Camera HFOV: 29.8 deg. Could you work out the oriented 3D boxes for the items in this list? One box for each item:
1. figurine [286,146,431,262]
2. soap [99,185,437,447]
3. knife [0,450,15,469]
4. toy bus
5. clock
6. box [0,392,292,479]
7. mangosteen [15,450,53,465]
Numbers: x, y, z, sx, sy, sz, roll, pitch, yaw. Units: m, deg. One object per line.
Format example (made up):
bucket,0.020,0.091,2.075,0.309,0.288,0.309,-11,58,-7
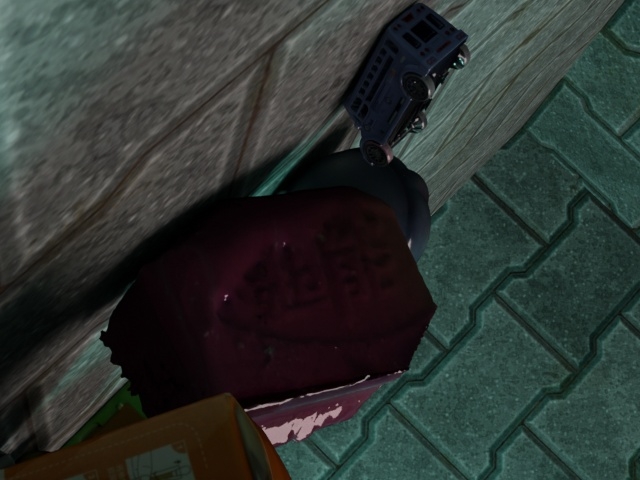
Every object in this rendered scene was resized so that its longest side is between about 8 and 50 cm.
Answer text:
figurine,0.013,0.012,1.348,0.197,0.175,0.265,-28,154,-56
soap,-0.031,0.069,1.093,0.325,0.220,0.127,-6,153,-44
knife,-0.359,0.252,1.011,0.265,0.041,0.073,-38,159,-49
toy bus,0.075,-0.145,1.145,0.073,0.076,0.167,-43,171,-34
clock,-0.253,0.282,1.589,0.220,0.106,0.255,-45,174,-6
box,-0.182,0.241,0.865,0.341,0.143,0.225,-20,162,-2
mangosteen,-0.296,0.330,1.280,0.215,0.215,0.257,-42,142,-35
